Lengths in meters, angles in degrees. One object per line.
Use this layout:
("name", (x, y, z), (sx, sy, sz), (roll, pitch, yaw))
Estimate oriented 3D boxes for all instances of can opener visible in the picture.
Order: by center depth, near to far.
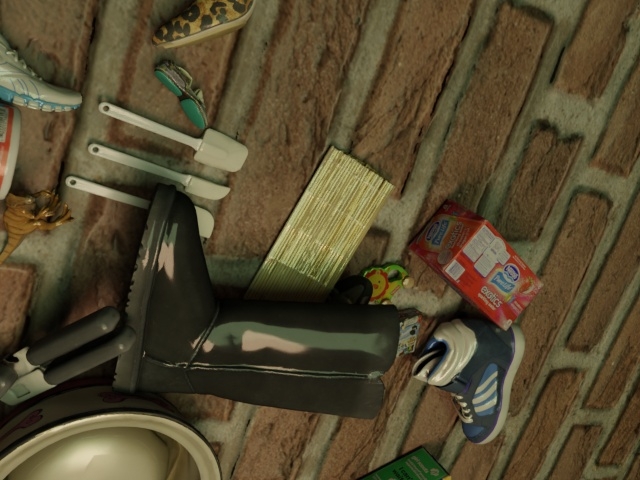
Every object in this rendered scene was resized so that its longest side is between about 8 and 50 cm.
("can opener", (-0.395, 0.186, 0.925), (0.283, 0.095, 0.076), (-26, 110, 24))

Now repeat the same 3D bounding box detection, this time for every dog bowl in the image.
("dog bowl", (-0.378, 0.409, 1.063), (0.407, 0.150, 0.408), (-12, 118, -23))

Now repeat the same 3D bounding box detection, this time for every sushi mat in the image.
("sushi mat", (0.000, 0.000, 1.145), (0.151, 0.019, 0.317), (27, 98, -26))

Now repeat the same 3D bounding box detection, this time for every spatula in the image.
("spatula", (-0.242, -0.110, 0.978), (0.242, 0.019, 0.168), (19, 108, -32))

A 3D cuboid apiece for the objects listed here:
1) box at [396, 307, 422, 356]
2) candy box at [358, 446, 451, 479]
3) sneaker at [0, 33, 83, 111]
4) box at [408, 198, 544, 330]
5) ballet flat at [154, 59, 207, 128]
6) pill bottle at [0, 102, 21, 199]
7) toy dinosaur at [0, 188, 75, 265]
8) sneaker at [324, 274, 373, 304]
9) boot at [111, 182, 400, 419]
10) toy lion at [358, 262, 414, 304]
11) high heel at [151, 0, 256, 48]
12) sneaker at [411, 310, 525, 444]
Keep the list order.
("box", (0.142, 0.194, 1.299), (0.137, 0.027, 0.094), (-9, 117, -38))
("candy box", (0.149, 0.663, 1.478), (0.317, 0.122, 0.268), (-22, 121, -19))
("sneaker", (-0.395, -0.217, 0.814), (0.190, 0.071, 0.083), (10, 101, -32))
("box", (0.312, 0.051, 1.281), (0.128, 0.122, 0.257), (-50, 125, 1))
("ballet flat", (-0.194, -0.216, 0.941), (0.041, 0.041, 0.114), (-41, 126, -6))
("pill bottle", (-0.487, -0.126, 0.772), (0.221, 0.124, 0.124), (9, 108, -30))
("toy dinosaur", (-0.410, -0.025, 0.890), (0.112, 0.064, 0.211), (-22, 162, -38))
("sneaker", (0.047, 0.171, 1.229), (0.132, 0.086, 0.229), (28, 108, -39))
("boot", (-0.075, 0.113, 1.027), (0.445, 0.146, 0.367), (11, 120, -13))
("toy lion", (0.119, 0.082, 1.251), (0.100, 0.034, 0.096), (-45, 118, -3))
("high heel", (-0.141, -0.385, 0.879), (0.261, 0.093, 0.186), (-27, 105, -5))
("sneaker", (0.291, 0.309, 1.401), (0.236, 0.130, 0.323), (2, 116, -18))
